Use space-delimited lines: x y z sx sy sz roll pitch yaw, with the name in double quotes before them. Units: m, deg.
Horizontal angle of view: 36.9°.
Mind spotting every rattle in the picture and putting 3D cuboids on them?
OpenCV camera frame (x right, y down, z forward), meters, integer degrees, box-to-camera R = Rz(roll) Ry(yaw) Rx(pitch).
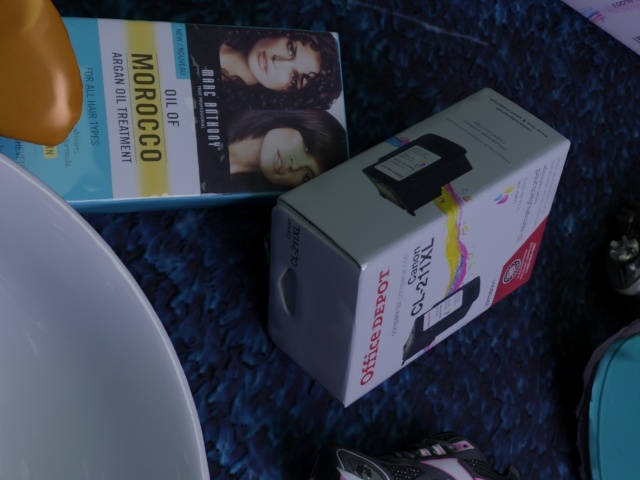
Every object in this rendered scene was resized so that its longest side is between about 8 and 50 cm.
"rattle" -0.189 -0.148 0.453 0.130 0.199 0.143 -57 140 -12

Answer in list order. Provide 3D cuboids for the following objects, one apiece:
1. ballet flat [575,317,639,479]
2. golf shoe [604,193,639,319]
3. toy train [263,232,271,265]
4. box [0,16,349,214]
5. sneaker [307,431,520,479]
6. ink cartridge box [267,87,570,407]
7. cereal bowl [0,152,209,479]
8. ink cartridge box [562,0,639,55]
"ballet flat" 0.295 0.235 0.737 0.147 0.147 0.409 -19 99 -32
"golf shoe" 0.332 -0.029 0.795 0.273 0.105 0.120 -48 126 -19
"toy train" 0.000 0.000 0.620 0.083 0.017 0.024 -13 103 -32
"box" -0.102 -0.067 0.537 0.244 0.060 0.101 -5 89 -32
"sneaker" 0.066 0.158 0.628 0.178 0.072 0.077 31 59 -34
"ink cartridge box" 0.058 0.003 0.587 0.175 0.072 0.127 -30 144 -30
"cereal bowl" -0.215 0.118 0.364 0.339 0.141 0.339 16 64 -36
"ink cartridge box" 0.279 -0.237 0.703 0.278 0.201 0.117 24 73 -27
